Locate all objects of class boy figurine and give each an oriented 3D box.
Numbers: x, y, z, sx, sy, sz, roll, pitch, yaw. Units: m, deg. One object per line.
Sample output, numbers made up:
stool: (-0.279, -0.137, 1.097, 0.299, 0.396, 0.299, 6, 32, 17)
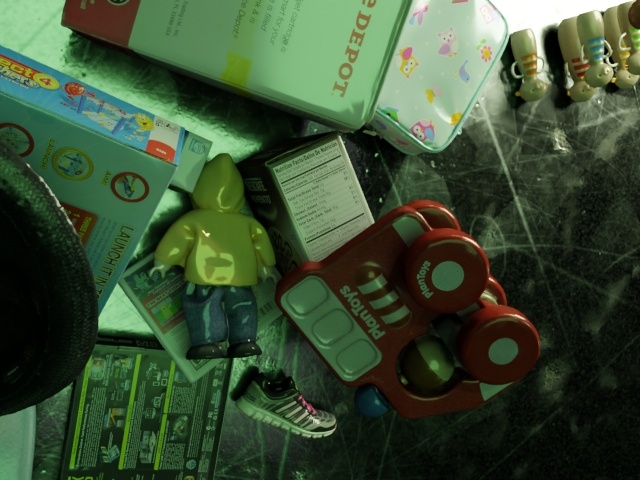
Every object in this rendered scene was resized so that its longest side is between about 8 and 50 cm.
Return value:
boy figurine: (-0.148, 0.021, 0.893, 0.177, 0.092, 0.285, -2, 80, -23)

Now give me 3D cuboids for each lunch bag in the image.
lunch bag: (0.159, -0.280, 1.022, 0.224, 0.108, 0.279, 34, 83, -22)

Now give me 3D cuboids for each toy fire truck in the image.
toy fire truck: (0.118, 0.109, 0.853, 0.254, 0.169, 0.302, -34, 107, 9)

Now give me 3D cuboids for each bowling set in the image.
bowling set: (0.487, -0.318, 1.106, 0.287, 0.200, 0.154, -18, 103, -15)

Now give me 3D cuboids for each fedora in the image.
fedora: (-0.362, 0.010, 0.646, 0.334, 0.152, 0.334, -1, 115, -2)

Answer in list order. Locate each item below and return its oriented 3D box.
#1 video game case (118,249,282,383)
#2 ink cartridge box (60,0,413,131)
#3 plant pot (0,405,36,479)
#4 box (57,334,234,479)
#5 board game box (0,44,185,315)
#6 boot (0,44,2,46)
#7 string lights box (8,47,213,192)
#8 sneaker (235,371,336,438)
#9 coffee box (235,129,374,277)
video game case: (-0.160, 0.072, 0.942, 0.201, 0.023, 0.183, -36, 95, -24)
ink cartridge box: (-0.085, -0.328, 0.830, 0.385, 0.160, 0.279, 19, 95, -7)
plant pot: (-0.457, 0.209, 0.763, 0.248, 0.247, 0.252, 11, 76, -22)
box: (-0.255, 0.281, 0.940, 0.216, 0.060, 0.270, 9, 92, -21)
board game box: (-0.361, -0.058, 0.761, 0.302, 0.086, 0.308, 23, 125, -22)
boot: (-0.539, -0.206, 0.766, 0.263, 0.091, 0.229, 26, 103, -44)
string lights box: (-0.285, -0.147, 0.846, 0.260, 0.133, 0.076, 23, 86, -21)
sneaker: (-0.044, 0.255, 1.018, 0.170, 0.063, 0.074, 22, 93, -17)
coffee box: (0.000, 0.000, 0.955, 0.119, 0.168, 0.297, -27, 104, -18)
